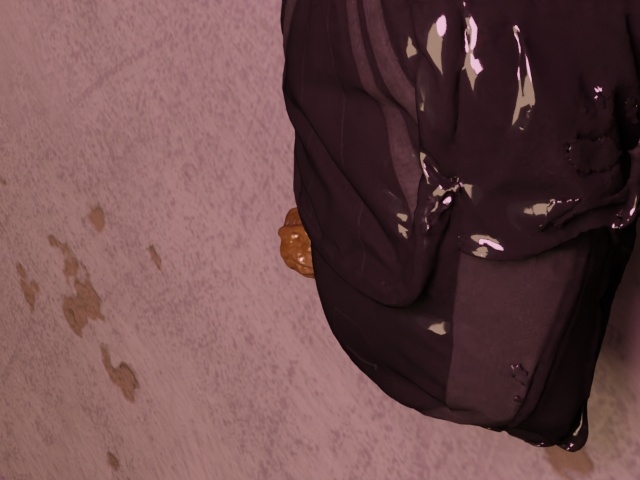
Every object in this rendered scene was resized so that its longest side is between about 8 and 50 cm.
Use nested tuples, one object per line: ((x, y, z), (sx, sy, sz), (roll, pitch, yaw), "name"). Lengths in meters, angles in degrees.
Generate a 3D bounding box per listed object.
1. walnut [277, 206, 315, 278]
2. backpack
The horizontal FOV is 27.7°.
((0.000, 0.000, 1.339), (0.096, 0.082, 0.079), (2, 78, 46), "walnut")
((0.116, -0.049, 1.007), (0.363, 0.254, 0.446), (-132, 37, -51), "backpack")
